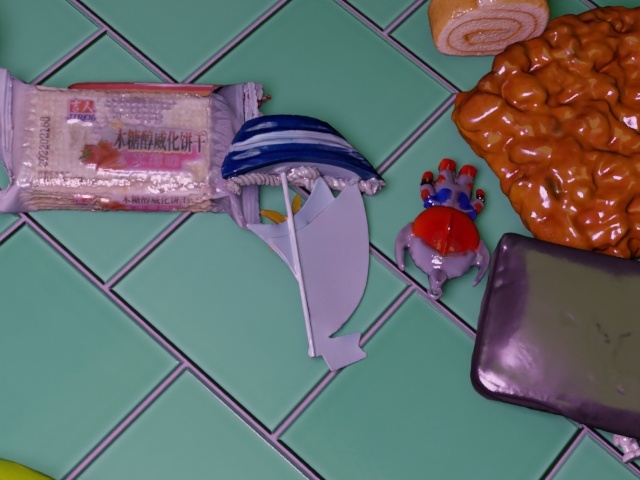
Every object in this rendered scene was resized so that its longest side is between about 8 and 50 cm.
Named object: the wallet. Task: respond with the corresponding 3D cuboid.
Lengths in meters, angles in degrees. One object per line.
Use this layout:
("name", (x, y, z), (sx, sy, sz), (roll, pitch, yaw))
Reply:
("wallet", (0.358, 0.119, 1.213), (0.377, 0.051, 0.197), (11, 77, 9))

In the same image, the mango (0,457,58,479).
("mango", (-0.284, 0.282, 1.059), (0.232, 0.111, 0.125), (21, 58, 3))

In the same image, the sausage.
("sausage", (-0.185, -0.173, 1.339), (0.253, 0.034, 0.034), (0, 64, -8))

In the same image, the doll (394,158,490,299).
("doll", (0.145, -0.013, 1.302), (0.104, 0.062, 0.195), (26, 53, -17))

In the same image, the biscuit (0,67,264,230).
("biscuit", (-0.218, -0.106, 1.275), (0.309, 0.079, 0.186), (2, 70, -8))

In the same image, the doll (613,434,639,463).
("doll", (0.336, 0.200, 1.238), (0.058, 0.040, 0.085), (-36, 70, -10))

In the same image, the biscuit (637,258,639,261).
("biscuit", (0.456, 0.048, 1.306), (0.199, 0.040, 0.121), (-22, 99, -18))

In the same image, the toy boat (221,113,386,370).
("toy boat", (0.000, 0.000, 1.253), (0.220, 0.067, 0.291), (-1, 70, -36))

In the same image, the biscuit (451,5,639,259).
("biscuit", (0.347, -0.130, 1.363), (0.318, 0.110, 0.312), (-27, 72, -20))

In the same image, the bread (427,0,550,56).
("bread", (0.213, -0.295, 1.414), (0.149, 0.122, 0.073), (-3, 61, -11))
